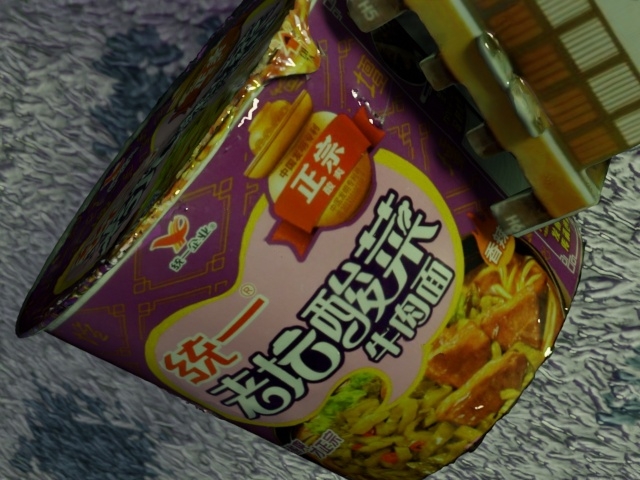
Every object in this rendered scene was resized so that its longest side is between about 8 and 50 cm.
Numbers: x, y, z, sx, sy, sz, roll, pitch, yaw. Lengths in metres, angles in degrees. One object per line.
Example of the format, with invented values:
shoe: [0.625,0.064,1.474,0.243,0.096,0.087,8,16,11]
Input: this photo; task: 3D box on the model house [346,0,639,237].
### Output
model house: [0.165,-0.148,0.628,0.215,0.224,0.198,-27,108,36]

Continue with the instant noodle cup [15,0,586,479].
instant noodle cup: [0.000,0.000,0.760,0.266,0.339,0.340,38,130,-15]
